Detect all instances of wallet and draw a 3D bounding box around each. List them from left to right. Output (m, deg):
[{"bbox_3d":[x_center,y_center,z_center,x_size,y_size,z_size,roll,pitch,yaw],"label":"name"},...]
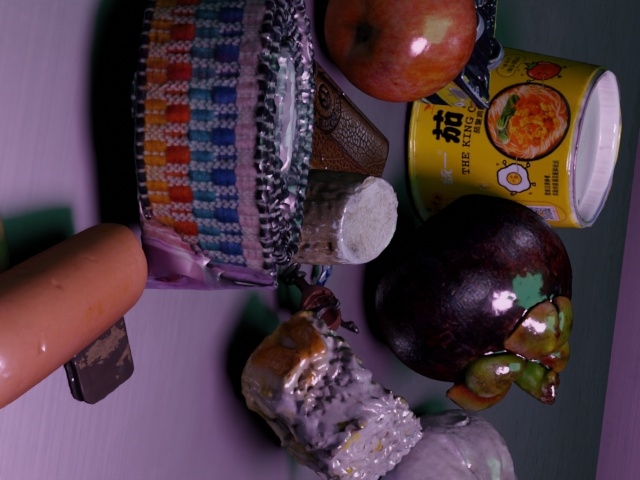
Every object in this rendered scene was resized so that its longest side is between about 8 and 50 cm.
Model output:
[{"bbox_3d":[-0.215,0.075,0.999,0.082,0.018,0.156,-39,130,-52],"label":"wallet"},{"bbox_3d":[0.030,-0.125,1.382,0.243,0.039,0.133,38,58,-58],"label":"wallet"}]

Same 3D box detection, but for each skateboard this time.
[{"bbox_3d":[-0.006,0.082,1.337,0.067,0.080,0.151,-34,152,-7],"label":"skateboard"}]

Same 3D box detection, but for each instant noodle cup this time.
[{"bbox_3d":[0.316,-0.159,1.669,0.325,0.254,0.325,-29,124,-56],"label":"instant noodle cup"}]

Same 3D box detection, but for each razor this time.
[{"bbox_3d":[0.004,0.001,1.377,0.044,0.028,0.154,-16,110,-60],"label":"razor"}]

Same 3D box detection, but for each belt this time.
[{"bbox_3d":[-0.101,-0.110,1.033,0.207,0.160,0.295,-41,134,-75],"label":"belt"}]

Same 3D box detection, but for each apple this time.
[{"bbox_3d":[0.098,-0.268,1.331,0.174,0.188,0.188,-21,114,-47],"label":"apple"}]

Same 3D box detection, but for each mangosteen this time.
[{"bbox_3d":[0.238,0.084,1.531,0.300,0.300,0.300,-20,113,-59],"label":"mangosteen"}]

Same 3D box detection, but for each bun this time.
[{"bbox_3d":[0.212,0.445,1.683,0.354,0.194,0.354,-13,105,-61],"label":"bun"}]

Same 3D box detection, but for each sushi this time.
[{"bbox_3d":[0.016,0.207,1.258,0.139,0.184,0.274,-44,144,-10],"label":"sushi"}]

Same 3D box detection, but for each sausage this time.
[{"bbox_3d":[-0.214,0.054,0.831,0.289,0.086,0.086,-49,139,-71],"label":"sausage"}]

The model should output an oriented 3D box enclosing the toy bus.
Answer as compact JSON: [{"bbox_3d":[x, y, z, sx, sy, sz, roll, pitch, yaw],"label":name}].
[{"bbox_3d":[0.179,-0.323,1.506,0.128,0.150,0.262,29,65,-59],"label":"toy bus"}]

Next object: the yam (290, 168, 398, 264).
[{"bbox_3d":[-0.021,-0.026,1.153,0.107,0.194,0.107,-14,105,-62],"label":"yam"}]

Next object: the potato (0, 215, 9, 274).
[{"bbox_3d":[-0.285,0.050,0.829,0.119,0.054,0.198,41,60,-54],"label":"potato"}]
